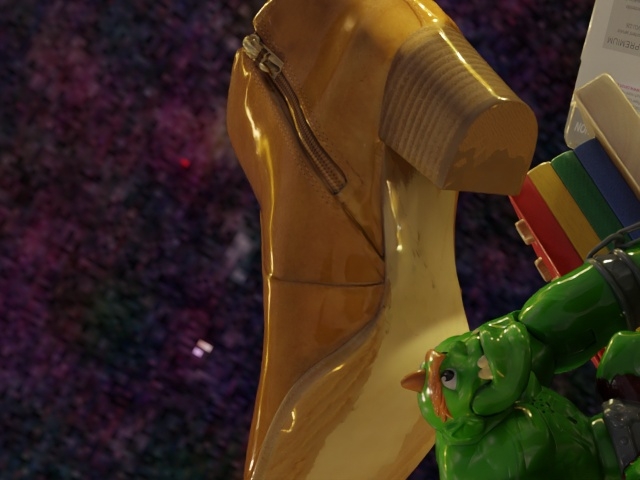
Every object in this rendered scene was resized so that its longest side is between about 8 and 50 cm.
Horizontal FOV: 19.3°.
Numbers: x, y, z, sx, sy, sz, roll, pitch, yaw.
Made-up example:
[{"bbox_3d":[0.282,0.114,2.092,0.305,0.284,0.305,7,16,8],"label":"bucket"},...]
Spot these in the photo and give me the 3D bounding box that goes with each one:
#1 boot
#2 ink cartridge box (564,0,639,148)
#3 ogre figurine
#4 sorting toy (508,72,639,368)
[{"bbox_3d":[-0.001,-0.001,1.031,0.211,0.104,0.295,45,117,49],"label":"boot"},{"bbox_3d":[0.341,-0.163,1.386,0.309,0.130,0.272,28,106,60],"label":"ink cartridge box"},{"bbox_3d":[0.094,0.065,0.628,0.118,0.097,0.197,-20,48,9],"label":"ogre figurine"},{"bbox_3d":[0.213,0.077,1.093,0.089,0.257,0.255,-30,54,3],"label":"sorting toy"}]
